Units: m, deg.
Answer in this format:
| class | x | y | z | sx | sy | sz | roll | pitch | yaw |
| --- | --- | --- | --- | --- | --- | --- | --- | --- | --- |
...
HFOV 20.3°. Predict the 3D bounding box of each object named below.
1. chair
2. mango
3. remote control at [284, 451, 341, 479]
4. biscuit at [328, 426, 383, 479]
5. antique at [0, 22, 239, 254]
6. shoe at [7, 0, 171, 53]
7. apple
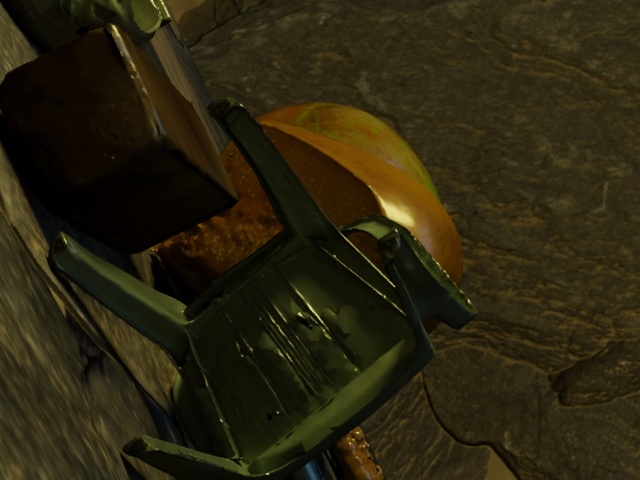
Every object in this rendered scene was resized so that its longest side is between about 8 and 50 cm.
| class | x | y | z | sx | sy | sz | roll | pitch | yaw |
| --- | --- | --- | --- | --- | --- | --- | --- | --- | --- |
| chair | -0.031 | 0.044 | 1.110 | 0.190 | 0.203 | 0.275 | 52 | 1 | 28 |
| mango | -0.004 | 0.002 | 1.392 | 0.350 | 0.199 | 0.201 | 2 | -79 | 60 |
| remote control | -0.013 | 0.205 | 1.497 | 0.296 | 0.056 | 0.140 | 59 | 7 | -80 |
| biscuit | 0.037 | 0.213 | 1.610 | 0.254 | 0.035 | 0.254 | 155 | -90 | -87 |
| antique | -0.131 | -0.060 | 1.196 | 0.087 | 0.093 | 0.310 | 64 | 2 | 7 |
| shoe | -0.199 | -0.214 | 1.403 | 0.103 | 0.098 | 0.275 | 61 | 2 | 22 |
| apple | 0.000 | 0.000 | 1.706 | 0.226 | 0.246 | 0.246 | 48 | 8 | -24 |
